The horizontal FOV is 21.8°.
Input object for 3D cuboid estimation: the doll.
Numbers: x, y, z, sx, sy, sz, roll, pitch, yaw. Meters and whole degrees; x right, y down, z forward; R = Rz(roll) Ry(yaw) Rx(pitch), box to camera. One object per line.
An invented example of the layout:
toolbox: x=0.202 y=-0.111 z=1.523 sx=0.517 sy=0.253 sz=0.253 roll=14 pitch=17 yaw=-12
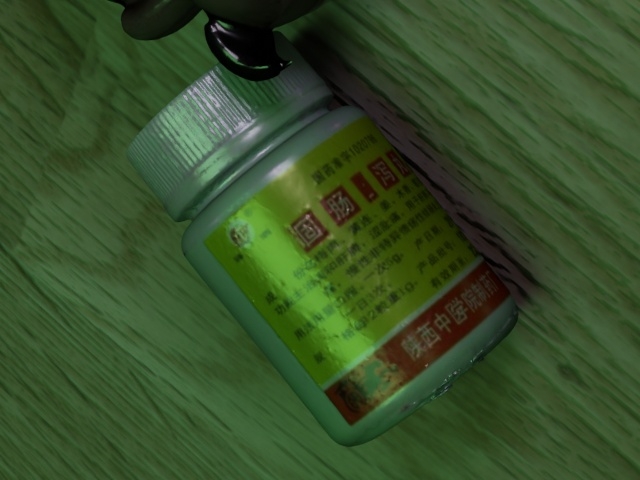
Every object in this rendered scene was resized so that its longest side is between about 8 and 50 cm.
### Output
doll: x=-0.076 y=-0.192 z=0.945 sx=0.257 sy=0.117 sz=0.182 roll=14 pitch=101 yaw=34

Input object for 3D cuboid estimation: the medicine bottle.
medicine bottle: x=0.000 y=0.000 z=0.990 sx=0.225 sy=0.139 sz=0.139 roll=51 pitch=135 yaw=3
